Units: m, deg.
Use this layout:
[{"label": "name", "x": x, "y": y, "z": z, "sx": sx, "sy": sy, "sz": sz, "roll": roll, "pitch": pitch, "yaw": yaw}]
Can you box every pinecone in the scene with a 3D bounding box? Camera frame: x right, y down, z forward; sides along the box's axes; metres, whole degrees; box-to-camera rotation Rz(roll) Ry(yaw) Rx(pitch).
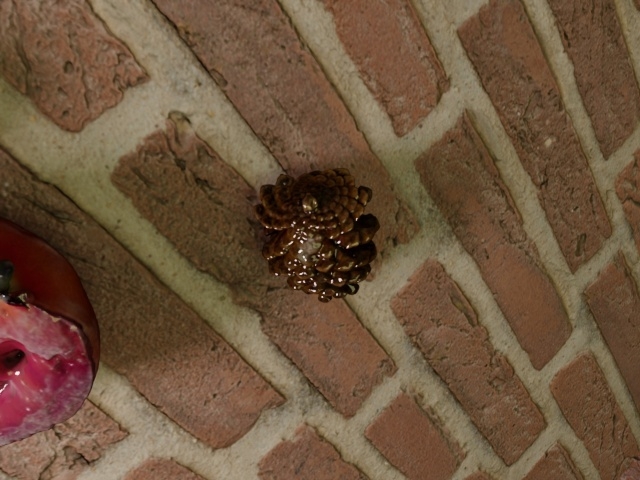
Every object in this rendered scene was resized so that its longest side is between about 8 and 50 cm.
[{"label": "pinecone", "x": -0.001, "y": 0.002, "z": 0.851, "sx": 0.169, "sy": 0.186, "sz": 0.212, "roll": -37, "pitch": 142, "yaw": -40}]

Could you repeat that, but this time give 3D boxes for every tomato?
[{"label": "tomato", "x": -0.434, "y": 0.088, "z": 0.655, "sx": 0.290, "sy": 0.176, "sz": 0.335, "roll": -42, "pitch": 122, "yaw": 13}]
